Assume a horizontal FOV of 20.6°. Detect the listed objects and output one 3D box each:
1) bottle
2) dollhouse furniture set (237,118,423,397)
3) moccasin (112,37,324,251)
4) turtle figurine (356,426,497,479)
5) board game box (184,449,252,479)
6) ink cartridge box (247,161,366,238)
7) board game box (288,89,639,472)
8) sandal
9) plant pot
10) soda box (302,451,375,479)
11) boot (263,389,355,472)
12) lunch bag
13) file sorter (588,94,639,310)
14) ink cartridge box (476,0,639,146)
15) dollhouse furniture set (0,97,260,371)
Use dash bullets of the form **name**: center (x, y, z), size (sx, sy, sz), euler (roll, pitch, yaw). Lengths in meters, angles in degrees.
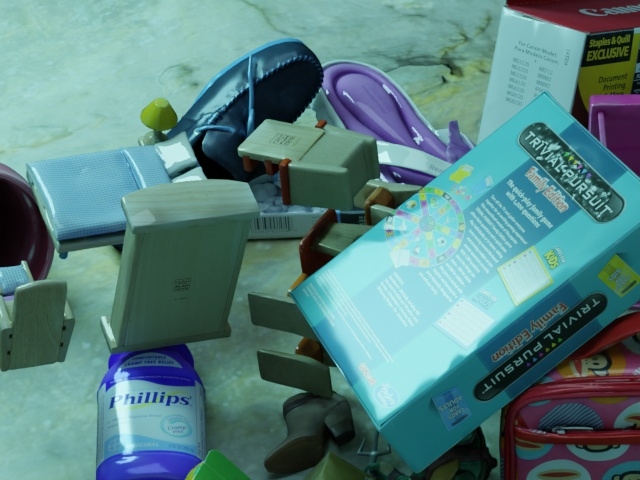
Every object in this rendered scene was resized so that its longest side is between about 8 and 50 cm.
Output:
- **bottle**: center (-0.180, 0.180, 1.880), size (0.118, 0.092, 0.283), euler (-1, 39, -5)
- **dollhouse furniture set**: center (0.000, 0.000, 1.952), size (0.135, 0.259, 0.262), euler (11, 37, 26)
- **moccasin**: center (-0.119, -0.098, 2.148), size (0.342, 0.138, 0.117), euler (-45, 39, 3)
- **turtle figurine**: center (0.119, 0.224, 1.764), size (0.118, 0.175, 0.234), euler (6, 45, -15)
- **board game box**: center (-0.116, 0.327, 1.685), size (0.124, 0.039, 0.259), euler (42, 46, -11)
- **ink cartridge box**: center (-0.001, -0.082, 2.226), size (0.206, 0.045, 0.208), euler (-2, 38, 3)
- **board game box**: center (0.159, 0.033, 1.711), size (0.336, 0.079, 0.254), euler (-38, 36, 2)
- **sandal**: center (0.126, -0.105, 2.138), size (0.169, 0.102, 0.416), euler (-22, 53, -36)
- **plant pot**: center (-0.434, -0.015, 2.085), size (0.201, 0.201, 0.180), euler (-20, 26, -18)
- **soda box**: center (-0.002, 0.298, 1.728), size (0.058, 0.061, 0.181), euler (31, 41, -9)
- **boot**: center (-0.020, 0.200, 1.888), size (0.118, 0.042, 0.087), euler (-18, 35, -18)
- **lunch bag**: center (0.320, 0.176, 1.707), size (0.293, 0.258, 0.120), euler (-2, 39, 4)
- **file sorter**: center (0.388, 0.012, 1.881), size (0.202, 0.291, 0.182), euler (0, 42, 5)
- **ink cartridge box**: center (0.344, -0.209, 2.090), size (0.130, 0.272, 0.309), euler (25, 27, 38)
- **dollhouse furniture set**: center (-0.237, -0.054, 1.897), size (0.286, 0.198, 0.303), euler (-8, 48, -22)
